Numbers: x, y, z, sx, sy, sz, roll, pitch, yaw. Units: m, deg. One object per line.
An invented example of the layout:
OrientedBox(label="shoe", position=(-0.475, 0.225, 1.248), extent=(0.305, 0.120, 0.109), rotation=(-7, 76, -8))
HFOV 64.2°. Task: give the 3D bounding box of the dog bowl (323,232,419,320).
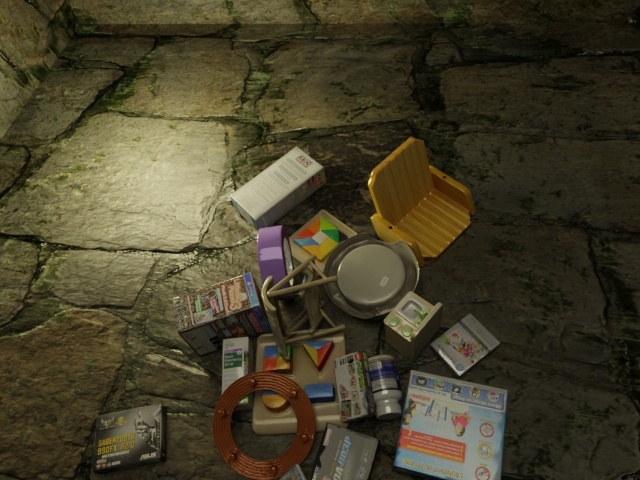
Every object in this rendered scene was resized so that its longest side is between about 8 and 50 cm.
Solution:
OrientedBox(label="dog bowl", position=(0.190, 0.139, 1.884), extent=(0.349, 0.102, 0.348), rotation=(-7, 58, 11))

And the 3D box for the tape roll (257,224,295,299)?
OrientedBox(label="tape roll", position=(-0.160, 0.084, 1.886), extent=(0.090, 0.274, 0.274), rotation=(-9, 57, 4))

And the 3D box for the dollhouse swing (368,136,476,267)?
OrientedBox(label="dollhouse swing", position=(0.392, -0.159, 1.938), extent=(0.347, 0.305, 0.315), rotation=(-41, 60, -18))

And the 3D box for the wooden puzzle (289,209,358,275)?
OrientedBox(label="wooden puzzle", position=(0.000, 0.000, 2.052), extent=(0.221, 0.044, 0.239), rotation=(37, 70, 27))

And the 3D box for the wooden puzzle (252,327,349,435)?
OrientedBox(label="wooden puzzle", position=(-0.072, 0.468, 1.740), extent=(0.322, 0.080, 0.347), rotation=(-5, 57, 5))

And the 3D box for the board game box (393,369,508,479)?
OrientedBox(label="board game box", position=(0.406, 0.588, 1.582), extent=(0.308, 0.086, 0.301), rotation=(9, 60, 15))

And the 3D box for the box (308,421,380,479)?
OrientedBox(label="box", position=(0.070, 0.695, 1.569), extent=(0.175, 0.051, 0.220), rotation=(14, 70, 17))

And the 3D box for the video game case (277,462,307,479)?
OrientedBox(label="video game case", position=(-0.067, 0.781, 1.537), extent=(0.119, 0.015, 0.166), rotation=(-49, 56, 20))

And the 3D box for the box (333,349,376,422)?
OrientedBox(label="box", position=(0.108, 0.471, 1.648), extent=(0.114, 0.036, 0.206), rotation=(-24, 54, 26))

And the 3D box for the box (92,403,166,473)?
OrientedBox(label="box", position=(-0.638, 0.666, 1.717), extent=(0.231, 0.056, 0.183), rotation=(-11, 57, 2))

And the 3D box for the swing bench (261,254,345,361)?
OrientedBox(label="swing bench", position=(-0.072, 0.229, 1.739), extent=(0.255, 0.253, 0.165), rotation=(-25, 41, -20))

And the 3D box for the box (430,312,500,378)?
OrientedBox(label="box", position=(0.493, 0.358, 1.746), extent=(0.186, 0.038, 0.145), rotation=(-34, 58, -12))

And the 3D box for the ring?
OrientedBox(label="ring", position=(-0.184, 0.592, 1.633), extent=(0.337, 0.032, 0.336), rotation=(-1, 79, 4))

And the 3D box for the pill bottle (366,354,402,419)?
OrientedBox(label="pill bottle", position=(0.206, 0.481, 1.668), extent=(0.112, 0.112, 0.186), rotation=(-10, 57, 3))

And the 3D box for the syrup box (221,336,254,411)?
OrientedBox(label="syrup box", position=(-0.285, 0.462, 1.769), extent=(0.093, 0.096, 0.236), rotation=(-7, 58, 3))

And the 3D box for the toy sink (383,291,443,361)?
OrientedBox(label="toy sink", position=(0.307, 0.277, 1.711), extent=(0.131, 0.234, 0.153), rotation=(35, 70, 26))

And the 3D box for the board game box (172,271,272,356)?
OrientedBox(label="board game box", position=(-0.343, 0.269, 1.822), extent=(0.291, 0.232, 0.141), rotation=(-18, 56, -4))

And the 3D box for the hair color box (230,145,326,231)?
OrientedBox(label="hair color box", position=(-0.175, -0.220, 2.183), extent=(0.374, 0.113, 0.185), rotation=(-40, 60, -15))
